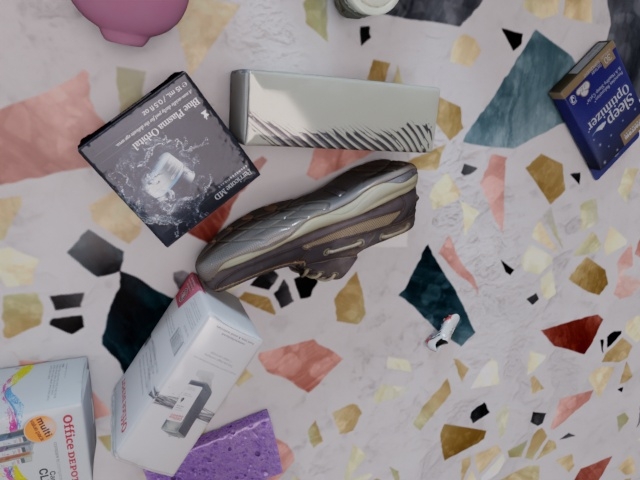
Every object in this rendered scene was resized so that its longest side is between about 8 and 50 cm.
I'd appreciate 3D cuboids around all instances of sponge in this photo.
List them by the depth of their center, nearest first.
[{"bbox_3d":[-0.172,0.369,0.826,0.210,0.031,0.117,-16,111,-16],"label":"sponge"}]

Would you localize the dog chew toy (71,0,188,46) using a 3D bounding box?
[{"bbox_3d":[-0.190,-0.375,0.515,0.206,0.206,0.332,4,112,-23],"label":"dog chew toy"}]

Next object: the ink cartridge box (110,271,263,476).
[{"bbox_3d":[-0.190,0.176,0.691,0.092,0.158,0.218,35,91,-27],"label":"ink cartridge box"}]

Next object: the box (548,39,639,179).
[{"bbox_3d":[0.521,-0.230,0.925,0.136,0.036,0.225,-46,117,-4],"label":"box"}]

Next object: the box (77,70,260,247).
[{"bbox_3d":[-0.190,-0.106,0.645,0.156,0.093,0.158,-40,117,-7],"label":"box"}]

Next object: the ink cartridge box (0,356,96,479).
[{"bbox_3d":[-0.389,0.246,0.649,0.176,0.127,0.128,-6,107,-21],"label":"ink cartridge box"}]

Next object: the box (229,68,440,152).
[{"bbox_3d":[0.019,-0.177,0.698,0.275,0.113,0.094,-2,107,-20],"label":"box"}]

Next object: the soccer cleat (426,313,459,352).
[{"bbox_3d":[0.231,0.171,0.926,0.083,0.035,0.029,-45,116,-4],"label":"soccer cleat"}]

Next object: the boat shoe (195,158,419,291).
[{"bbox_3d":[0.000,0.000,0.731,0.355,0.132,0.130,-24,113,-12],"label":"boat shoe"}]

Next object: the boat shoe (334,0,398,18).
[{"bbox_3d":[0.076,-0.447,0.651,0.109,0.091,0.305,8,102,-22],"label":"boat shoe"}]
